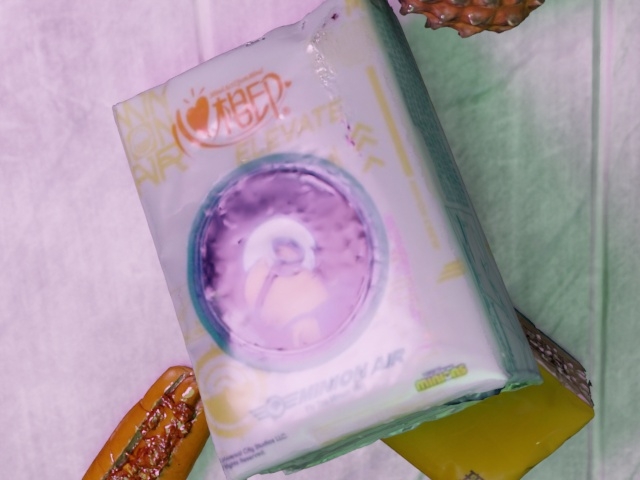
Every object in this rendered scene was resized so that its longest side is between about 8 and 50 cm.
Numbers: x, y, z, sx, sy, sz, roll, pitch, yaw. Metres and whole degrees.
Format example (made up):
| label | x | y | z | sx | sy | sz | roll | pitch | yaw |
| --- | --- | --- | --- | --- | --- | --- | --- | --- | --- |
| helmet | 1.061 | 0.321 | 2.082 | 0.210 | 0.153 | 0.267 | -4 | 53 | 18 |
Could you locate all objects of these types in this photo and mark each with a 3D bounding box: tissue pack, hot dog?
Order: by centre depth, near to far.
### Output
| label | x | y | z | sx | sy | sz | roll | pitch | yaw |
| --- | --- | --- | --- | --- | --- | --- | --- | --- | --- |
| tissue pack | 0.000 | 0.000 | 1.227 | 0.287 | 0.162 | 0.388 | -23 | 76 | 16 |
| tissue pack | 0.132 | 0.141 | 1.383 | 0.271 | 0.134 | 0.192 | 39 | 108 | -12 |
| hot dog | -0.196 | 0.251 | 1.477 | 0.102 | 0.076 | 0.249 | 32 | 109 | -14 |

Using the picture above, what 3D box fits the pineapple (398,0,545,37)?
| label | x | y | z | sx | sy | sz | roll | pitch | yaw |
| --- | --- | --- | --- | --- | --- | --- | --- | --- | --- |
| pineapple | 0.060 | -0.306 | 1.127 | 0.361 | 0.175 | 0.175 | 28 | 114 | -40 |
